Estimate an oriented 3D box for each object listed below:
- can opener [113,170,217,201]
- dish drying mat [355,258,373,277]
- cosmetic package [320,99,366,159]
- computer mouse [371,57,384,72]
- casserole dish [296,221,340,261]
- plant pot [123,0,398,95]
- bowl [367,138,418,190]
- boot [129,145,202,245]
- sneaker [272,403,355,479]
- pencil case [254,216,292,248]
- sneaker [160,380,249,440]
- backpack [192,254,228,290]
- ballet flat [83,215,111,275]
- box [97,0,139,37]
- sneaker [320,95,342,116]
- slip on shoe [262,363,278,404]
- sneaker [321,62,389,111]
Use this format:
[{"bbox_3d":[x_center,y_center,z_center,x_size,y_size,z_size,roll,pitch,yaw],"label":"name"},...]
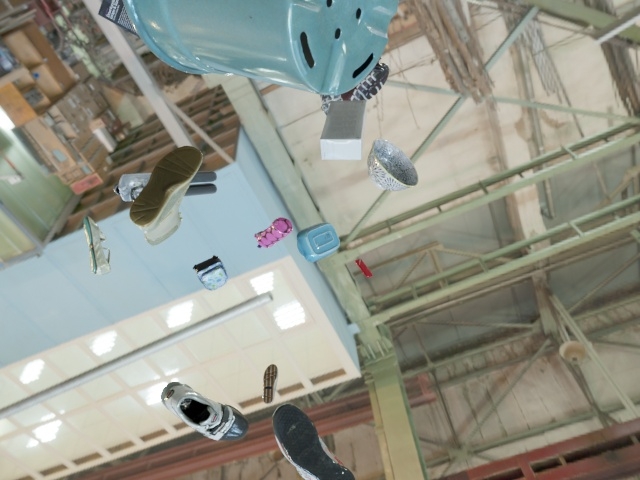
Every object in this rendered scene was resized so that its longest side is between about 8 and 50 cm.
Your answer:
[{"bbox_3d":[-0.443,-0.163,1.438,0.283,0.076,0.095,-10,-160,-37],"label":"can opener"},{"bbox_3d":[0.161,0.102,1.852,0.032,0.008,0.083,-12,-126,-36],"label":"dish drying mat"},{"bbox_3d":[0.063,-0.282,1.260,0.099,0.060,0.239,0,-143,9],"label":"cosmetic package"},{"bbox_3d":[0.036,-0.408,1.139,0.184,0.060,0.262,-7,-162,-14],"label":"computer mouse"},{"bbox_3d":[0.000,0.000,1.651,0.037,0.114,0.188,-23,180,43],"label":"casserole dish"},{"bbox_3d":[-0.079,-0.399,0.797,0.334,0.341,0.341,30,-118,32],"label":"plant pot"},{"bbox_3d":[0.186,-0.195,1.400,0.080,0.170,0.170,-42,-159,36],"label":"bowl"},{"bbox_3d":[-0.333,-0.097,1.116,0.077,0.165,0.213,29,-110,3],"label":"boot"},{"bbox_3d":[-0.043,0.472,1.138,0.090,0.270,0.145,-45,-164,-25],"label":"sneaker"},{"bbox_3d":[-0.211,-0.035,2.219,0.209,0.098,0.095,-33,-150,51],"label":"pencil case"},{"bbox_3d":[-0.355,0.575,1.609,0.146,0.330,0.122,1,-121,58],"label":"sneaker"},{"bbox_3d":[-0.395,0.130,1.842,0.105,0.114,0.084,-28,-136,-10],"label":"backpack"},{"bbox_3d":[-0.605,0.014,1.359,0.052,0.168,0.057,-6,167,-38],"label":"ballet flat"},{"bbox_3d":[-0.389,-0.508,1.096,0.116,0.162,0.029,-57,-163,23],"label":"box"},{"bbox_3d":[0.024,-0.474,1.590,0.068,0.170,0.071,-18,-157,0],"label":"sneaker"},{"bbox_3d":[-0.173,0.498,1.731,0.051,0.041,0.135,1,-109,2],"label":"slip on shoe"},{"bbox_3d":[0.105,-0.557,1.808,0.281,0.106,0.162,-47,-113,8],"label":"sneaker"}]
